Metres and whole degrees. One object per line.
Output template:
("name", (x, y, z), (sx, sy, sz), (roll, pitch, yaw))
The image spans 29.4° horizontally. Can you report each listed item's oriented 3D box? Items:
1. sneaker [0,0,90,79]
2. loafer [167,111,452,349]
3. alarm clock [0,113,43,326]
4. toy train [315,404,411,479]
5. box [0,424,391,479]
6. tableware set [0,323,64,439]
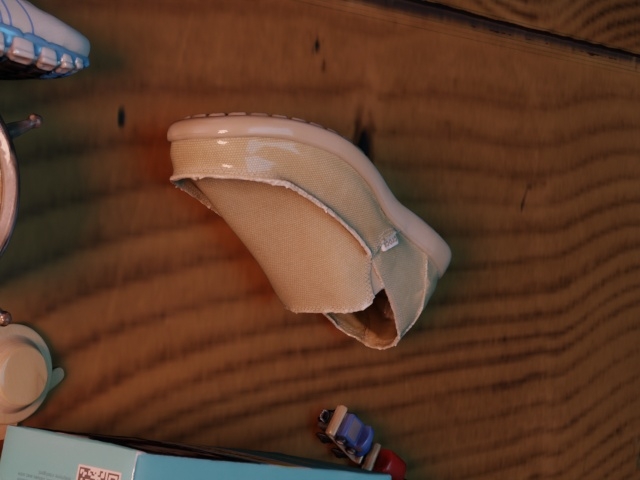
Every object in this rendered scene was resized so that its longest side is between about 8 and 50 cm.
("sneaker", (-0.188, -0.130, 0.591), (0.190, 0.071, 0.083), (13, 78, -49))
("loafer", (0.000, 0.000, 0.790), (0.268, 0.102, 0.092), (32, 64, -46))
("alarm clock", (-0.225, -0.030, 0.552), (0.192, 0.064, 0.129), (17, 73, -37))
("toy train", (0.045, 0.169, 0.905), (0.158, 0.036, 0.027), (49, 58, -39))
("box", (-0.065, 0.153, 0.714), (0.244, 0.100, 0.060), (20, 77, -54))
("tableware set", (-0.204, 0.070, 0.624), (0.141, 0.020, 0.169), (-50, 126, -35))
